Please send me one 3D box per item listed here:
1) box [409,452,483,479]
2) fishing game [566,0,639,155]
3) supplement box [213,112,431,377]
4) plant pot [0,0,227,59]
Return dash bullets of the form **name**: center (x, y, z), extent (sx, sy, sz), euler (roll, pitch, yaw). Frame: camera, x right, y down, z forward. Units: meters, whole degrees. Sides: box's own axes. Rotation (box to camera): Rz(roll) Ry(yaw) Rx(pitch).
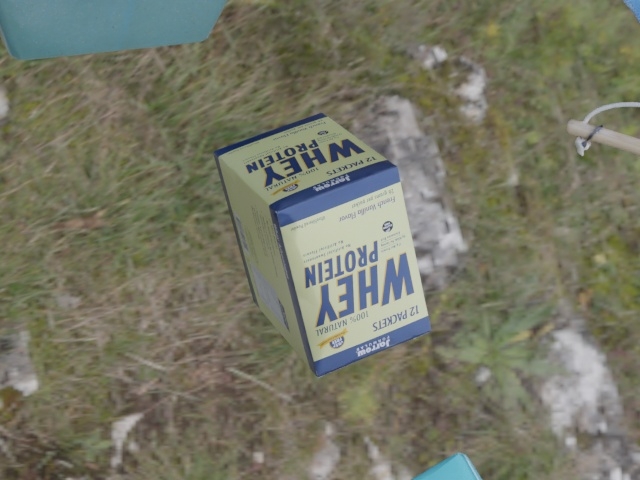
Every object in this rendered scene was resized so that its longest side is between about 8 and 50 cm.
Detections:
- **box**: center (-0.029, 0.174, 0.471), extent (0.244, 0.060, 0.100), euler (-32, 144, 3)
- **fishing game**: center (0.211, -0.146, 0.568), extent (0.041, 0.189, 0.264), euler (-26, 127, -64)
- **supplement box**: center (0.000, 0.000, 0.603), extent (0.056, 0.083, 0.083), euler (-21, 118, -14)
- **plant pot**: center (-0.111, -0.218, 0.662), extent (0.165, 0.165, 0.234), euler (-10, 129, -21)
